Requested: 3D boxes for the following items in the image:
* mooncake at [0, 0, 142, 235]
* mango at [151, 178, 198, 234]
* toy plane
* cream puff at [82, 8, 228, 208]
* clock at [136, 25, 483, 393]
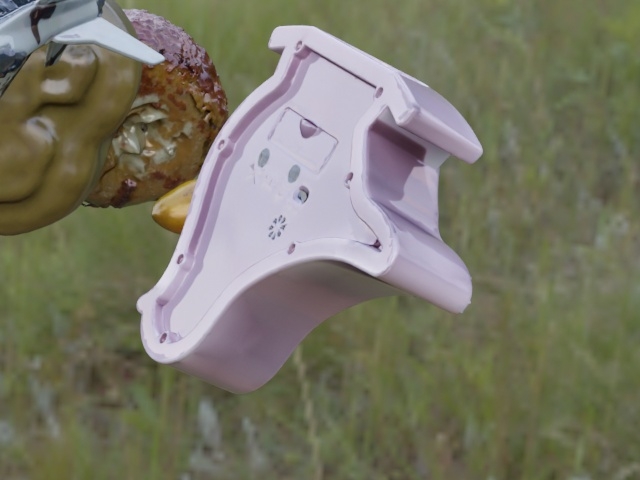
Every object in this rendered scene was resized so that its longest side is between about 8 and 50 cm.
[{"bbox_3d":[-0.279,-0.133,1.707,0.235,0.235,0.117,5,12,-1],"label":"mooncake"},{"bbox_3d":[-0.130,-0.032,1.969,0.089,0.046,0.060,-11,58,-25],"label":"mango"},{"bbox_3d":[-0.170,-0.124,1.098,0.082,0.160,0.234,46,23,14],"label":"toy plane"},{"bbox_3d":[-0.222,-0.147,2.131,0.240,0.240,0.164,-2,45,-24],"label":"cream puff"},{"bbox_3d":[0.000,0.000,1.401,0.080,0.275,0.290,28,2,-32],"label":"clock"}]
